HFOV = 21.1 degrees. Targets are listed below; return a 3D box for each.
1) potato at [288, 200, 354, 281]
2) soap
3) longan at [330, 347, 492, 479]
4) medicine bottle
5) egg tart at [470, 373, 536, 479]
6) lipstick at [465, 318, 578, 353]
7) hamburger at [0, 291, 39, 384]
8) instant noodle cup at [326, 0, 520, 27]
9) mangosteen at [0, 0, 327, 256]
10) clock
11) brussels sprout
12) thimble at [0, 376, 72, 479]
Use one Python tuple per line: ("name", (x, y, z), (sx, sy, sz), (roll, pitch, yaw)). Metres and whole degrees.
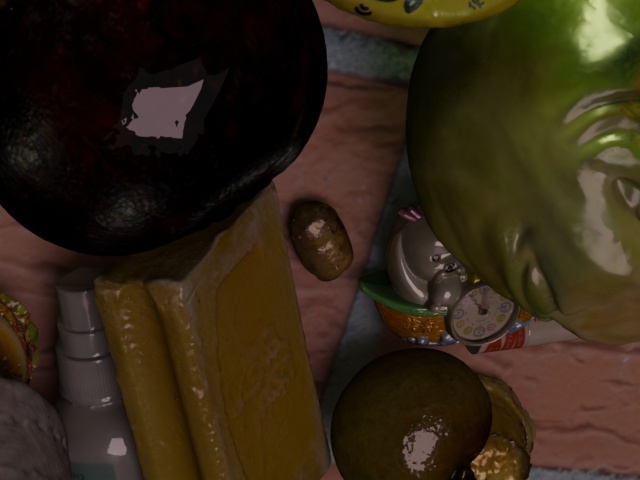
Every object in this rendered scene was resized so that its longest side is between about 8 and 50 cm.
("potato", (0.000, 0.000, 1.578), (0.051, 0.040, 0.083), (-22, 121, 1))
("soap", (-0.086, 0.120, 1.508), (0.199, 0.091, 0.315), (-48, 135, -49))
("longan", (0.092, 0.182, 1.605), (0.145, 0.176, 0.154), (-19, 135, -48))
("medicine bottle", (-0.187, 0.187, 1.541), (0.110, 0.110, 0.351), (-16, 119, -17))
("egg tart", (0.140, 0.224, 1.732), (0.191, 0.074, 0.191), (-9, 117, -18))
("lipstick", (0.208, 0.087, 1.715), (0.131, 0.038, 0.038), (-7, 116, -22))
("hamburger", (-0.308, 0.100, 1.461), (0.141, 0.081, 0.126), (-15, 119, -16))
("instant noodle cup", (0.044, -0.346, 1.300), (0.326, 0.254, 0.325), (-10, 116, -22))
("mangosteen", (-0.145, -0.140, 1.319), (0.300, 0.300, 0.300), (-10, 117, -20))
("clock", (0.145, 0.018, 1.616), (0.231, 0.103, 0.144), (-10, 126, -19))
("brussels sprout", (0.229, -0.087, 1.462), (0.344, 0.268, 0.344), (9, 68, -22))
("thimble", (-0.314, 0.229, 1.418), (0.217, 0.157, 0.245), (11, 143, -32))
